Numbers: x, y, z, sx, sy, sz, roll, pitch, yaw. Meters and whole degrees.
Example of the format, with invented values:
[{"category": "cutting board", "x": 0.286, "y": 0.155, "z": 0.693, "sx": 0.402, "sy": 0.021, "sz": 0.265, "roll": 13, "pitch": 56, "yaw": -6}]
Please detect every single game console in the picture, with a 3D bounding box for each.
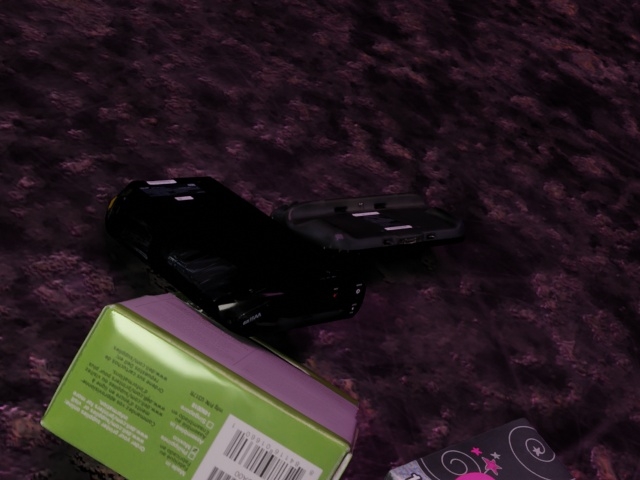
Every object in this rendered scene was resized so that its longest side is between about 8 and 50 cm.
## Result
[{"category": "game console", "x": 0.000, "y": 0.000, "z": 1.109, "sx": 0.361, "sy": 0.044, "sz": 0.213, "roll": -7, "pitch": 32, "yaw": -43}]

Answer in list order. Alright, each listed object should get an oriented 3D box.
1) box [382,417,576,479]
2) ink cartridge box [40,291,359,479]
[{"category": "box", "x": 0.134, "y": 0.269, "z": 0.805, "sx": 0.142, "sy": 0.163, "sz": 0.247, "roll": -13, "pitch": 53, "yaw": -41}, {"category": "ink cartridge box", "x": -0.072, "y": 0.126, "z": 0.919, "sx": 0.188, "sy": 0.097, "sz": 0.255, "roll": 31, "pitch": 2, "yaw": 4}]
